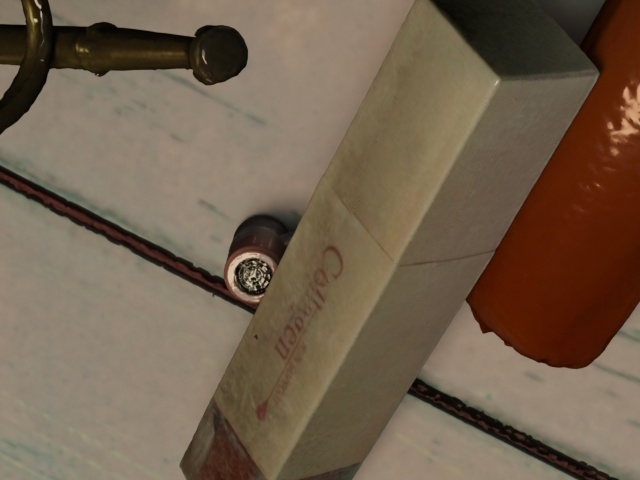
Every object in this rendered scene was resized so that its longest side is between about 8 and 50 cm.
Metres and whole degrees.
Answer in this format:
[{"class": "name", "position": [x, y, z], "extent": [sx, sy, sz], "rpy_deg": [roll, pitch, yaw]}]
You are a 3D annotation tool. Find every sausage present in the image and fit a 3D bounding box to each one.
[{"class": "sausage", "position": [0.170, -0.066, 0.786], "extent": [0.097, 0.094, 0.348], "rpy_deg": [30, 120, 7]}]

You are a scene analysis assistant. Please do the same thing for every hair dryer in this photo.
[{"class": "hair dryer", "position": [0.000, 0.000, 0.893], "extent": [0.114, 0.063, 0.037], "rpy_deg": [-17, 106, 7]}]

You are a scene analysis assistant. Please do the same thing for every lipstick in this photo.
[{"class": "lipstick", "position": [0.024, 0.029, 0.844], "extent": [0.076, 0.080, 0.371], "rpy_deg": [54, 135, 31]}]

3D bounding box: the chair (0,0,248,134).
[{"class": "chair", "position": [-0.350, -0.124, 0.703], "extent": [0.410, 0.364, 0.362], "rpy_deg": [10, 139, 53]}]
